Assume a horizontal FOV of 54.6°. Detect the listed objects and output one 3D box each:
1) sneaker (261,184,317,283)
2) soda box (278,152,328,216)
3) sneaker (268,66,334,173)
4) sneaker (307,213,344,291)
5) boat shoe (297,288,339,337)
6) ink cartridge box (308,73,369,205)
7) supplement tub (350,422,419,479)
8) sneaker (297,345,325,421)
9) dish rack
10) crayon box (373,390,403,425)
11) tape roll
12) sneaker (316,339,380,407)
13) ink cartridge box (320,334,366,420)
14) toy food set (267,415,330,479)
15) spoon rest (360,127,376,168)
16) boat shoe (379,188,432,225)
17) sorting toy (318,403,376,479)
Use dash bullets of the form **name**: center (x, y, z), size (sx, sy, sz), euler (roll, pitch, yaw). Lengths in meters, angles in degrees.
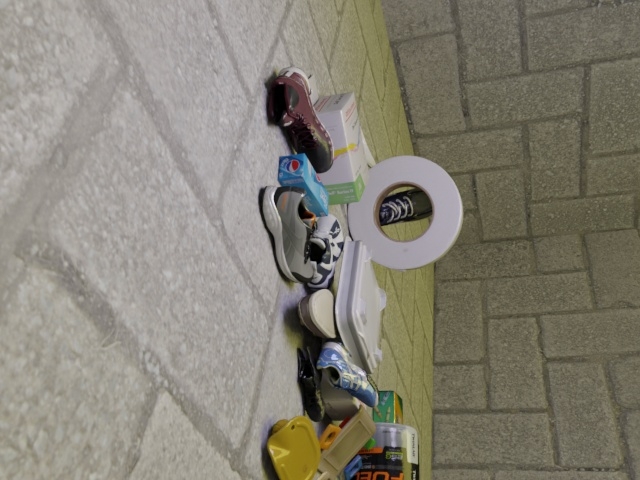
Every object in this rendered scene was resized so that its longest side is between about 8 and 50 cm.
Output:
- **sneaker**: center (-0.053, -0.007, 1.434), size (0.100, 0.108, 0.271), euler (-77, 156, -51)
- **soda box**: center (-0.040, -0.135, 1.586), size (0.210, 0.067, 0.071), euler (56, 33, -59)
- **sneaker**: center (-0.063, -0.275, 1.526), size (0.281, 0.106, 0.162), euler (67, 27, -18)
- **sneaker**: center (0.000, 0.000, 1.624), size (0.153, 0.094, 0.235), euler (75, 28, -56)
- **boat shoe**: center (0.000, 0.189, 1.561), size (0.324, 0.097, 0.116), euler (27, 59, -70)
- **ink cartridge box**: center (0.047, -0.307, 1.834), size (0.207, 0.119, 0.353), euler (-66, 146, -58)
- **supplement tub**: center (0.191, 0.727, 1.833), size (0.207, 0.207, 0.338), euler (57, 31, -57)
- **sneaker**: center (-0.026, 0.351, 1.513), size (0.089, 0.051, 0.170), euler (53, 31, -60)
- **dish rack**: center (0.118, 0.176, 1.673), size (0.333, 0.072, 0.285), euler (-78, 156, -48)
- **crayon box**: center (0.247, 0.698, 2.242), size (0.165, 0.081, 0.278), euler (54, 35, -60)
- **tape roll**: center (0.285, -0.090, 2.096), size (0.072, 0.392, 0.392), euler (17, 68, -72)
- **sneaker**: center (0.065, 0.347, 1.545), size (0.211, 0.080, 0.081), euler (48, 48, -11)
- **ink cartridge box**: center (0.067, 0.361, 1.721), size (0.172, 0.100, 0.237), euler (61, 28, -52)
- **toy food set**: center (-0.066, 0.465, 1.331), size (0.128, 0.071, 0.218), euler (-42, 126, -40)
- **spoon rest**: center (0.154, -0.301, 2.253), size (0.137, 0.084, 0.276), euler (-73, 153, -52)
- **boat shoe**: center (0.284, -0.108, 2.212), size (0.158, 0.341, 0.127), euler (-31, 103, -61)
- **sorting toy**: center (0.062, 0.534, 1.650), size (0.196, 0.047, 0.347), euler (-48, 145, -15)
